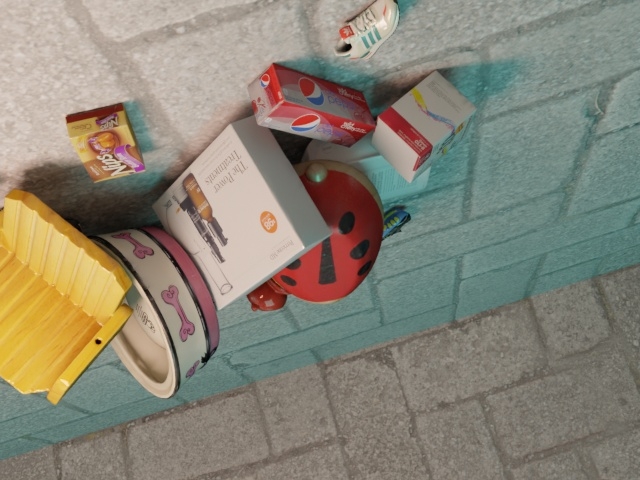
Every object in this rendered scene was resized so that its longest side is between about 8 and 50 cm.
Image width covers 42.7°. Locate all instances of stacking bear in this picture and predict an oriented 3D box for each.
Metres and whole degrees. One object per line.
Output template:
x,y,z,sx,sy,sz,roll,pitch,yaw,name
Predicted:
-0.084,0.077,2.202,0.164,0.175,0.289,35,110,-30,stacking bear

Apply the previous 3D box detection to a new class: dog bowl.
-0.385,0.148,1.871,0.150,0.408,0.408,-29,168,-32,dog bowl

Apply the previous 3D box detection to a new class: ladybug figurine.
0.000,0.000,1.828,0.304,0.162,0.449,-11,144,-1,ladybug figurine

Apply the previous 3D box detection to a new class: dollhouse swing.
-0.589,0.121,1.651,0.315,0.346,0.305,-51,-176,-16,dollhouse swing

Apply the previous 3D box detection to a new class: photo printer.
0.101,-0.172,1.894,0.307,0.107,0.256,-15,157,-5,photo printer

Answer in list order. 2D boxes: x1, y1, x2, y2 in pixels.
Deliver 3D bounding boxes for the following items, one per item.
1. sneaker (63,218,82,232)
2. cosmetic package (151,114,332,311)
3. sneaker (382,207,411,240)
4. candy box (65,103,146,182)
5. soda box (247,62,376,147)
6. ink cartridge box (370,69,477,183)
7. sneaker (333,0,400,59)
-0.609,0.071,1.890,0.106,0.163,0.281,-3,155,-32,sneaker
-0.177,-0.045,1.714,0.097,0.285,0.377,-30,176,-43,cosmetic package
0.192,-0.028,2.381,0.078,0.067,0.188,10,144,-39,sneaker
-0.407,-0.182,1.563,0.109,0.053,0.187,-14,158,-7,candy box
-0.013,-0.260,1.608,0.263,0.092,0.083,6,147,-45,soda box
0.215,-0.237,1.708,0.176,0.127,0.128,-41,166,-17,ink cartridge box
0.078,-0.373,1.443,0.075,0.057,0.161,-11,162,-29,sneaker
